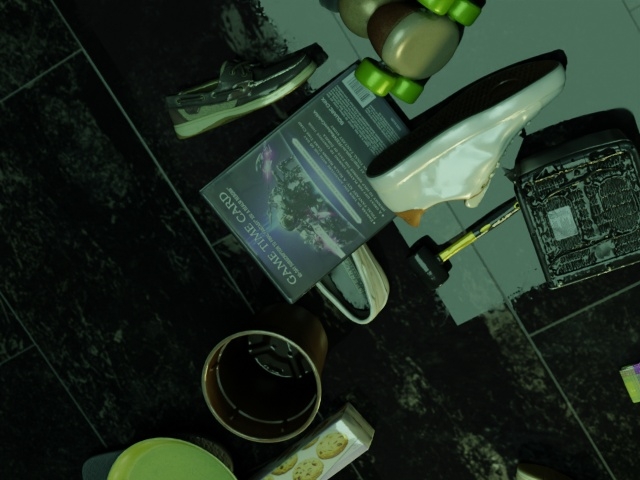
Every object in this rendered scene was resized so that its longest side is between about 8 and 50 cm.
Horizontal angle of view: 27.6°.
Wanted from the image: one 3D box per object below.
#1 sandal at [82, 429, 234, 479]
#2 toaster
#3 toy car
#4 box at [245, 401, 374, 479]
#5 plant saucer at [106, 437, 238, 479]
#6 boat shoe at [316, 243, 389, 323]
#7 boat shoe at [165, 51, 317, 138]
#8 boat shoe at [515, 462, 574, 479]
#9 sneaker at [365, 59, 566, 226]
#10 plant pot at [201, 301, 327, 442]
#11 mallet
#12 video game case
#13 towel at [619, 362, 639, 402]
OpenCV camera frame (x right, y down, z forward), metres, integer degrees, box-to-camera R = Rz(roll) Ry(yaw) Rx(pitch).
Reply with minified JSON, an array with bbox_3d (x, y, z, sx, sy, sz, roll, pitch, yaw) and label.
[{"bbox_3d":[-0.246,0.337,1.996,0.255,0.054,0.097,-8,99,22],"label":"sandal"},{"bbox_3d":[0.343,-0.050,1.697,0.168,0.110,0.185,-20,104,10],"label":"toaster"},{"bbox_3d":[0.080,-0.297,1.688,0.188,0.149,0.155,45,110,25],"label":"toy car"},{"bbox_3d":[-0.058,0.364,1.954,0.324,0.063,0.067,-39,96,21],"label":"box"},{"bbox_3d":[-0.206,0.398,1.946,0.241,0.037,0.240,6,109,18],"label":"plant saucer"},{"bbox_3d":[0.000,0.000,1.804,0.096,0.088,0.267,-26,102,19],"label":"boat shoe"},{"bbox_3d":[-0.114,-0.208,1.761,0.224,0.080,0.073,-23,108,22],"label":"boat shoe"},{"bbox_3d":[0.354,0.376,1.875,0.170,0.063,0.059,24,106,2],"label":"boat shoe"},{"bbox_3d":[0.209,-0.124,1.712,0.290,0.106,0.123,-33,113,11],"label":"sneaker"},{"bbox_3d":[-0.065,0.171,1.835,0.167,0.165,0.166,4,110,10],"label":"plant pot"},{"bbox_3d":[0.211,0.003,1.794,0.190,0.039,0.062,-29,101,15],"label":"mallet"},{"bbox_3d":[0.003,-0.076,1.744,0.274,0.026,0.196,-40,98,-8],"label":"video game case"},{"bbox_3d":[0.466,0.191,1.817,0.083,0.009,0.060,-21,104,18],"label":"towel"}]
